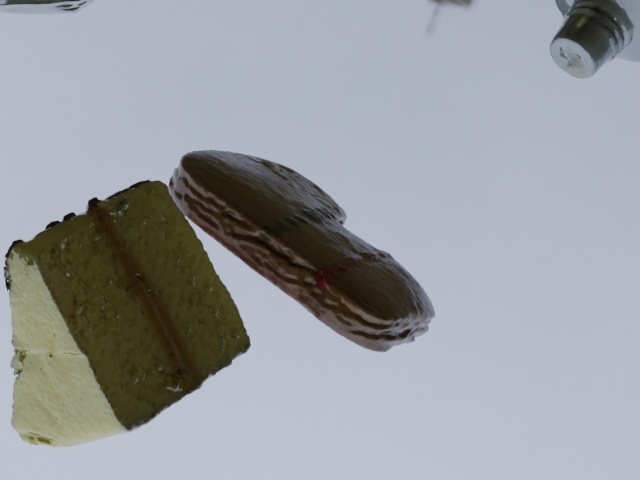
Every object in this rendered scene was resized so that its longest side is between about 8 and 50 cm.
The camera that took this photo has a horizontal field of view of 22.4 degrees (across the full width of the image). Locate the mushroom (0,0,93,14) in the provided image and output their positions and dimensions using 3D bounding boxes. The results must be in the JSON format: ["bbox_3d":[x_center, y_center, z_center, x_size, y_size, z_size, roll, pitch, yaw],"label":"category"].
[{"bbox_3d":[-0.192,-0.246,1.157,0.189,0.164,0.267,1,179,34],"label":"mushroom"}]

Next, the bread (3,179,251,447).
[{"bbox_3d":[-0.248,0.077,1.814,0.263,0.198,0.236,-32,-78,-52],"label":"bread"}]

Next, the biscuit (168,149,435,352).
[{"bbox_3d":[0.001,-0.002,1.476,0.277,0.052,0.262,37,-165,22],"label":"biscuit"}]

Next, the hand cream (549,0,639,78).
[{"bbox_3d":[0.236,-0.213,0.949,0.124,0.078,0.340,27,-119,28],"label":"hand cream"}]
